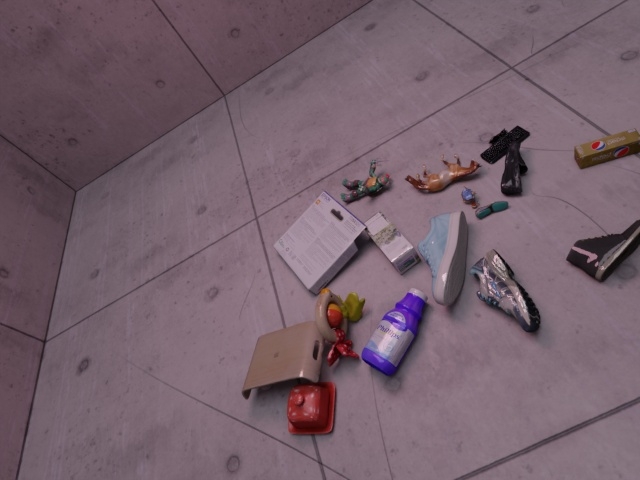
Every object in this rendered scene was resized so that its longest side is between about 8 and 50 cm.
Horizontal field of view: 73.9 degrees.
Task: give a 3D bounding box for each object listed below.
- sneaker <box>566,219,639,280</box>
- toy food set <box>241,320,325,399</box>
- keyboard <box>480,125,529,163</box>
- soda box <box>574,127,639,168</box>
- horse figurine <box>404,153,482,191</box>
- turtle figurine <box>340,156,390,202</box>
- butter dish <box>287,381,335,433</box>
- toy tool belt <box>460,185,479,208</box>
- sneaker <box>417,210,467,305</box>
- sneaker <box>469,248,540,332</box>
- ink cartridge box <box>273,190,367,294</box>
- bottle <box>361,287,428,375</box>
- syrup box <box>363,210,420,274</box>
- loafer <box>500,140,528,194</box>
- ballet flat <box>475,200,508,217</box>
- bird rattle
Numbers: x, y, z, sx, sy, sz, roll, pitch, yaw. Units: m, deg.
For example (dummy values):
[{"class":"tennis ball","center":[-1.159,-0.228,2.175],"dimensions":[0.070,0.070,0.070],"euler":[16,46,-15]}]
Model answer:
[{"class":"sneaker","center":[0.828,0.003,1.230],"dimensions":[0.222,0.083,0.118],"euler":[-43,45,-4]},{"class":"toy food set","center":[-0.122,0.413,1.453],"dimensions":[0.306,0.092,0.219],"euler":[-23,33,28]},{"class":"keyboard","center":[0.697,-0.381,1.637],"dimensions":[0.192,0.038,0.100],"euler":[-38,45,-1]},{"class":"soda box","center":[0.947,-0.302,1.407],"dimensions":[0.182,0.061,0.058],"euler":[-16,50,20]},{"class":"horse figurine","center":[0.471,-0.260,1.662],"dimensions":[0.263,0.066,0.174],"euler":[-26,41,8]},{"class":"turtle figurine","center":[0.196,-0.241,1.778],"dimensions":[0.234,0.118,0.175],"euler":[-20,32,38]},{"class":"butter dish","center":[-0.047,0.515,1.339],"dimensions":[0.160,0.118,0.159],"euler":[-12,52,23]},{"class":"toy tool belt","center":[0.543,-0.159,1.548],"dimensions":[0.052,0.051,0.083],"euler":[-25,47,13]},{"class":"sneaker","center":[0.398,0.061,1.427],"dimensions":[0.150,0.135,0.365],"euler":[-8,44,36]},{"class":"sneaker","center":[0.548,0.166,1.281],"dimensions":[0.122,0.110,0.282],"euler":[-40,40,24]},{"class":"ink cartridge box","center":[0.000,0.000,1.717],"dimensions":[0.330,0.071,0.324],"euler":[-46,45,3]},{"class":"bottle","center":[0.246,0.284,1.357],"dimensions":[0.118,0.092,0.282],"euler":[22,69,42]},{"class":"syrup box","center":[0.256,0.005,1.564],"dimensions":[0.093,0.096,0.236],"euler":[-37,46,3]},{"class":"loafer","center":[0.699,-0.260,1.521],"dimensions":[0.078,0.076,0.223],"euler":[6,65,28]},{"class":"ballet flat","center":[0.597,-0.116,1.494],"dimensions":[0.114,0.041,0.041],"euler":[-23,48,13]},{"class":"bird rattle","center":[0.042,0.277,1.420],"dimensions":[0.143,0.207,0.253],"euler":[-12,43,38]}]
